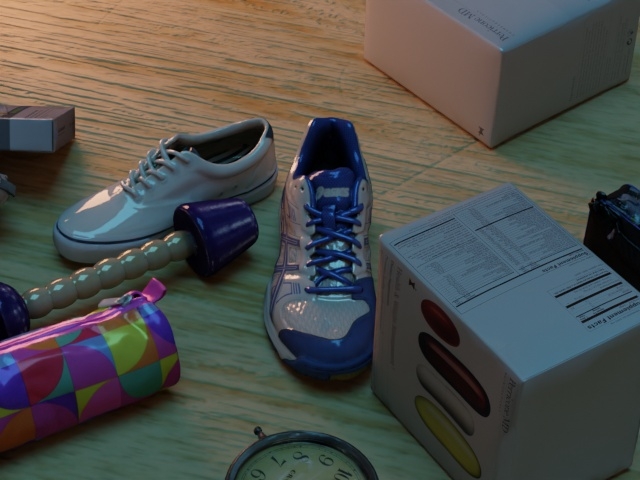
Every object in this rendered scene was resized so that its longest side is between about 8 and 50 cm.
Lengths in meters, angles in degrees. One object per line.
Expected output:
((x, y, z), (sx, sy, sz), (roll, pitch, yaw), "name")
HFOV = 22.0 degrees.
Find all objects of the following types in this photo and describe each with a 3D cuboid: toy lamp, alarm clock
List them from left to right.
((-0.188, 0.027, 1.589), (0.274, 0.080, 0.080), (-23, 46, -22), "toy lamp")
((0.001, 0.230, 1.365), (0.192, 0.064, 0.129), (20, 44, 23), "alarm clock")

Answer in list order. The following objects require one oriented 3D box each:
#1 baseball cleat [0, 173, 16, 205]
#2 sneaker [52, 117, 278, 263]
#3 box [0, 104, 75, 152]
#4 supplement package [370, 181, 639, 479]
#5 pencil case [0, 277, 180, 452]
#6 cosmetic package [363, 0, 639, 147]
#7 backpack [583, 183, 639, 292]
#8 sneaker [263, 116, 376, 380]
((-0.398, -0.045, 1.675), (0.205, 0.109, 0.072), (-1, 63, 38), "baseball cleat")
((-0.159, -0.061, 1.677), (0.258, 0.091, 0.094), (-26, 48, -28), "sneaker")
((-0.361, -0.120, 1.731), (0.186, 0.038, 0.145), (1, 10, 1), "box")
((0.161, 0.098, 1.423), (0.149, 0.194, 0.203), (-23, 46, -25), "supplement package")
((-0.240, 0.118, 1.464), (0.236, 0.104, 0.104), (-23, 46, -24), "pencil case")
((0.204, -0.249, 1.873), (0.224, 0.138, 0.224), (-28, 49, -28), "cosmetic package")
((0.320, 0.009, 1.601), (0.084, 0.105, 0.114), (-27, 53, -27), "backpack")
((0.000, 0.000, 1.584), (0.111, 0.131, 0.296), (-1, 42, -5), "sneaker")
